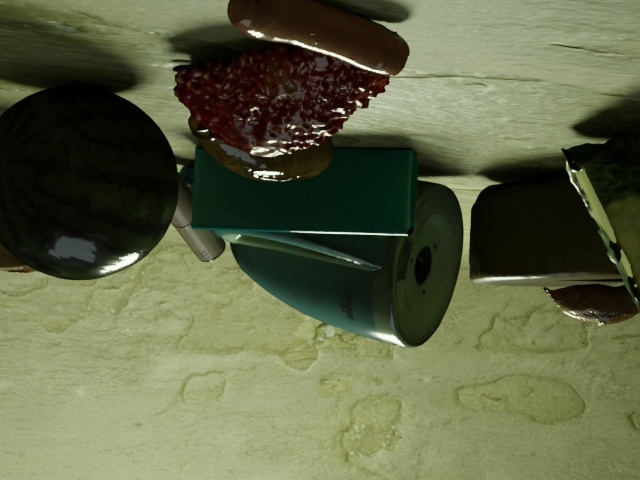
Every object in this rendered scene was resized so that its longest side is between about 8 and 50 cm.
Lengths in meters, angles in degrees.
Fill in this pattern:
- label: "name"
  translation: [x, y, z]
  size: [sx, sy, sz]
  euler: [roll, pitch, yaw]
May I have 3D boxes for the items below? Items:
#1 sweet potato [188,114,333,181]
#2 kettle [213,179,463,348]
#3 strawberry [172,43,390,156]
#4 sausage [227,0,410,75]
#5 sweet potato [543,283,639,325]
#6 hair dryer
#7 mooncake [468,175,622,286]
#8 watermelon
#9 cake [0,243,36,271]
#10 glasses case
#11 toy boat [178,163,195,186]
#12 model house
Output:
- label: "sweet potato"
  translation: [-0.045, -0.115, 1.279]
  size: [0.112, 0.085, 0.286]
  euler: [36, -164, 14]
- label: "kettle"
  translation: [0.000, 0.000, 1.739]
  size: [0.342, 0.247, 0.319]
  euler: [13, 173, 27]
- label: "strawberry"
  translation: [-0.038, -0.124, 1.039]
  size: [0.167, 0.087, 0.208]
  euler: [7, 172, -26]
- label: "sausage"
  translation: [-0.002, -0.157, 0.868]
  size: [0.043, 0.043, 0.186]
  euler: [-1, 174, 42]
- label: "sweet potato"
  translation: [0.443, 0.093, 1.706]
  size: [0.226, 0.068, 0.068]
  euler: [-3, 174, 12]
- label: "hair dryer"
  translation: [-0.250, -0.086, 1.799]
  size: [0.220, 0.053, 0.195]
  euler: [42, 168, 44]
- label: "mooncake"
  translation: [0.358, -0.011, 1.721]
  size: [0.284, 0.155, 0.284]
  euler: [-3, 174, 0]
- label: "watermelon"
  translation: [-0.252, -0.061, 1.226]
  size: [0.212, 0.212, 0.212]
  euler: [3, 175, 0]
- label: "cake"
  translation: [-0.372, -0.045, 1.587]
  size: [0.293, 0.199, 0.196]
  euler: [4, 173, -26]
- label: "glasses case"
  translation: [-0.022, -0.065, 1.567]
  size: [0.301, 0.117, 0.070]
  euler: [3, 176, 12]
- label: "toy boat"
  translation: [-0.145, -0.095, 1.763]
  size: [0.149, 0.034, 0.105]
  euler: [4, 178, 1]
- label: "model house"
  translation: [0.444, -0.032, 1.291]
  size: [0.266, 0.261, 0.321]
  euler: [-23, -172, 11]
